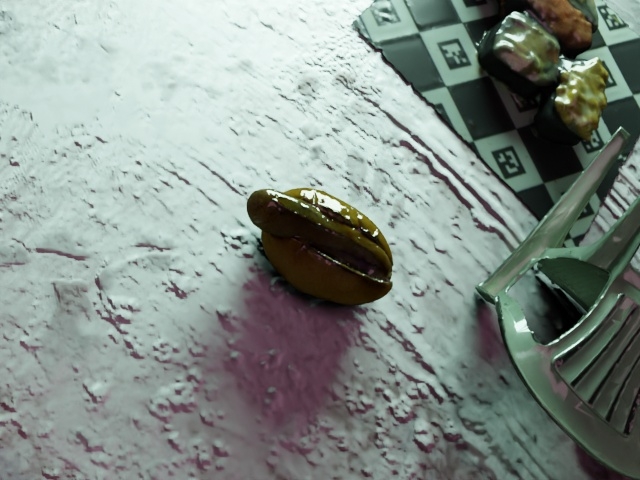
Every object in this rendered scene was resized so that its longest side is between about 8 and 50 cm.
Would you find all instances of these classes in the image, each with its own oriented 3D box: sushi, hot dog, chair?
[{"bbox_3d":[0.211,-0.188,1.422,0.294,0.059,0.292,44,52,-7],"label":"sushi"},{"bbox_3d":[0.001,-0.001,1.198,0.140,0.060,0.090,32,49,-10],"label":"hot dog"},{"bbox_3d":[0.264,0.055,1.260,0.203,0.190,0.275,42,81,-6],"label":"chair"}]
